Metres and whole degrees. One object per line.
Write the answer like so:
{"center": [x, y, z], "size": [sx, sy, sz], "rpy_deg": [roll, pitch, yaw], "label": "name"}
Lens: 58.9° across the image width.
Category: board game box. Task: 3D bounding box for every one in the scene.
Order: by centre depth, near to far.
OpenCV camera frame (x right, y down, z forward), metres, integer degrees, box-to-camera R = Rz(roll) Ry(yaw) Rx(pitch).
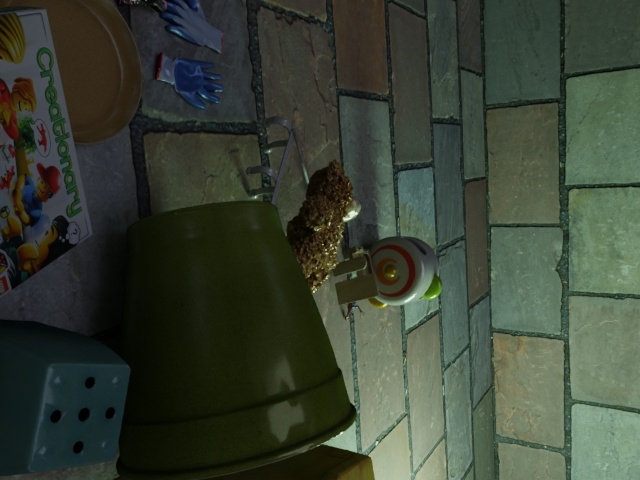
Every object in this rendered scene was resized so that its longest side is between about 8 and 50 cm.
{"center": [-0.374, -0.103, 0.666], "size": [0.193, 0.053, 0.305], "rpy_deg": [-59, 153, -58], "label": "board game box"}

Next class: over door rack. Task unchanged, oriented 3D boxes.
{"center": [-0.086, -0.074, 1.192], "size": [0.324, 0.108, 0.239], "rpy_deg": [53, 48, -63], "label": "over door rack"}

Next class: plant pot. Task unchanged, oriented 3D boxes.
{"center": [-0.343, 0.181, 0.647], "size": [0.165, 0.234, 0.165], "rpy_deg": [21, 73, -56], "label": "plant pot"}
{"center": [-0.357, -0.254, 0.806], "size": [0.236, 0.032, 0.236], "rpy_deg": [-2, 92, -59], "label": "plant pot"}
{"center": [-0.156, 0.130, 0.888], "size": [0.366, 0.367, 0.352], "rpy_deg": [-4, 82, -58], "label": "plant pot"}

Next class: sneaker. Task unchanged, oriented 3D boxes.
{"center": [-0.298, -0.392, 0.897], "size": [0.119, 0.047, 0.057], "rpy_deg": [30, 88, -54], "label": "sneaker"}

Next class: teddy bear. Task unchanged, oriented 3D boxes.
{"center": [0.000, 0.000, 1.135], "size": [0.338, 0.113, 0.245], "rpy_deg": [-60, 152, -48], "label": "teddy bear"}

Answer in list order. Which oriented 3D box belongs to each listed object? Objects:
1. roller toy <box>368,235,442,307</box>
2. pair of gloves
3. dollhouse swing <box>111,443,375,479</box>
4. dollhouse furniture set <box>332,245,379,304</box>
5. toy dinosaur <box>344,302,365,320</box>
{"center": [0.220, 0.084, 1.588], "size": [0.146, 0.209, 0.191], "rpy_deg": [0, 78, -57], "label": "roller toy"}
{"center": [-0.229, -0.343, 1.018], "size": [0.159, 0.023, 0.198], "rpy_deg": [11, 82, -58], "label": "pair of gloves"}
{"center": [-0.125, 0.467, 0.894], "size": [0.305, 0.347, 0.315], "rpy_deg": [-34, 119, -54], "label": "dollhouse swing"}
{"center": [0.127, 0.081, 1.470], "size": [0.151, 0.123, 0.144], "rpy_deg": [2, 74, -50], "label": "dollhouse furniture set"}
{"center": [0.080, 0.173, 1.526], "size": [0.090, 0.047, 0.082], "rpy_deg": [48, 52, -3], "label": "toy dinosaur"}
